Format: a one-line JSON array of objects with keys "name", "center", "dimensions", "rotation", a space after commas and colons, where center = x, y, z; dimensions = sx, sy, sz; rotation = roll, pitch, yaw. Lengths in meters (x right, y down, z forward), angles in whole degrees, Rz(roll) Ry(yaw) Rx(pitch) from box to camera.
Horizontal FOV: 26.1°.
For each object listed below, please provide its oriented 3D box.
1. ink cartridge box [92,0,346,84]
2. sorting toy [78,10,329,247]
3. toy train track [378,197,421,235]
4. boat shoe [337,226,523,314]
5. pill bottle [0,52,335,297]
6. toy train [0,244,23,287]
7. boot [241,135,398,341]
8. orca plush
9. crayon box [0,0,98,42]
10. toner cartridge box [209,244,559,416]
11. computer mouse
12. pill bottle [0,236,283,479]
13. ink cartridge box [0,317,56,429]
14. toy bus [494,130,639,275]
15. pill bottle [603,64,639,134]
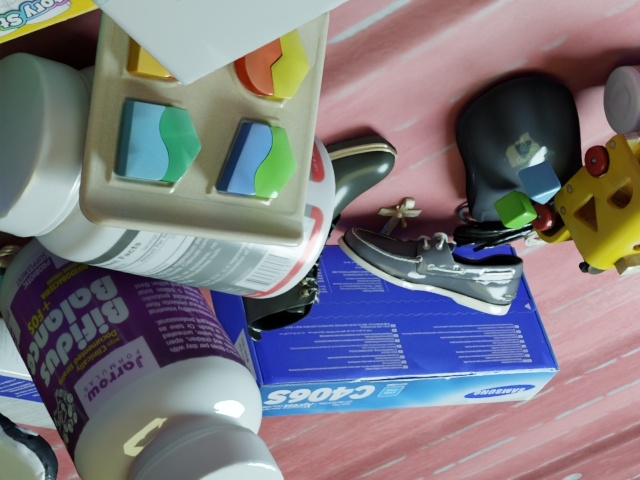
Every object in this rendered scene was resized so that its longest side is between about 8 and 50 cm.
[{"name": "ink cartridge box", "center": [-0.082, -0.263, 0.777], "dimensions": [0.197, 0.198, 0.270], "rotation": [-26, 148, 15]}, {"name": "sorting toy", "center": [-0.080, -0.106, 1.040], "dimensions": [0.193, 0.208, 0.038], "rotation": [7, 176, -33]}, {"name": "toy train track", "center": [0.077, -0.015, 1.437], "dimensions": [0.048, 0.014, 0.083], "rotation": [1, 146, -27]}, {"name": "boat shoe", "center": [0.117, 0.015, 1.427], "dimensions": [0.206, 0.075, 0.065], "rotation": [19, 112, -19]}, {"name": "pill bottle", "center": [-0.140, -0.052, 1.130], "dimensions": [0.283, 0.161, 0.161], "rotation": [15, 138, -41]}, {"name": "toy train", "center": [-0.269, 0.030, 1.319], "dimensions": [0.125, 0.046, 0.166], "rotation": [-34, 148, 25]}, {"name": "boot", "center": [0.000, 0.000, 1.304], "dimensions": [0.198, 0.137, 0.077], "rotation": [-31, 147, 22]}, {"name": "orca plush", "center": [-0.382, 0.208, 1.369], "dimensions": [0.287, 0.151, 0.102], "rotation": [-11, -170, 17]}, {"name": "crayon box", "center": [-0.296, -0.189, 0.908], "dimensions": [0.278, 0.081, 0.165], "rotation": [-19, 150, 5]}, {"name": "toner cartridge box", "center": [0.068, 0.091, 1.459], "dimensions": [0.347, 0.165, 0.075], "rotation": [0, 147, -25]}, {"name": "computer mouse", "center": [0.212, -0.061, 1.370], "dimensions": [0.188, 0.072, 0.272], "rotation": [-18, 150, 5]}, {"name": "pill bottle", "center": [-0.154, 0.124, 1.197], "dimensions": [0.169, 0.301, 0.169], "rotation": [-22, 140, -19]}, {"name": "ink cartridge box", "center": [-0.336, 0.130, 1.384], "dimensions": [0.175, 0.069, 0.371], "rotation": [-19, 152, 39]}, {"name": "toy bus", "center": [0.282, -0.020, 1.309], "dimensions": [0.191, 0.104, 0.202], "rotation": [-27, 157, 11]}, {"name": "pill bottle", "center": [0.337, -0.135, 1.313], "dimensions": [0.120, 0.067, 0.067], "rotation": [-4, 147, -19]}]
